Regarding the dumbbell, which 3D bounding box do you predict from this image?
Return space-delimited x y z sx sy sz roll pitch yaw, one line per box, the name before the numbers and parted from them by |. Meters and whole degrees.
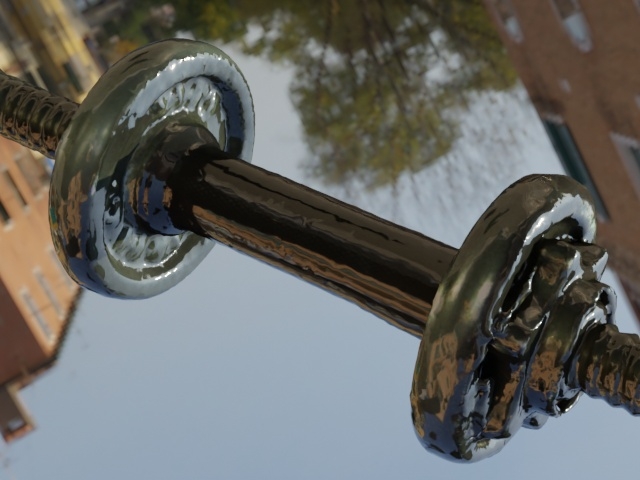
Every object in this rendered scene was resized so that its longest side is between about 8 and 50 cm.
dumbbell | 0.000 0.000 0.355 0.254 0.081 0.081 23 -141 25
